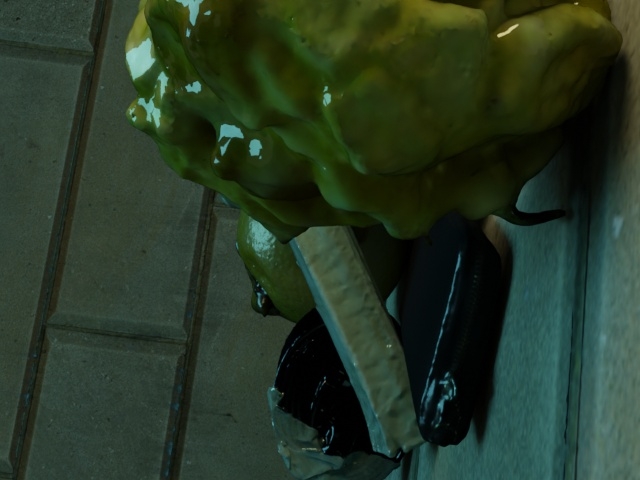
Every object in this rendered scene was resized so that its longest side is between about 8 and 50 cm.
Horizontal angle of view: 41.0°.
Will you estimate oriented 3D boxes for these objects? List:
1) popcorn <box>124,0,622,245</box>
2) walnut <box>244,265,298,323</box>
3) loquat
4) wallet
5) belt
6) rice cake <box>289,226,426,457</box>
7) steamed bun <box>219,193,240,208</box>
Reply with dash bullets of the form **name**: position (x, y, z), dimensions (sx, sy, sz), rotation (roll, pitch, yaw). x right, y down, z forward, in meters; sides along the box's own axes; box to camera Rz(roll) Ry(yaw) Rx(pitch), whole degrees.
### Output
- **popcorn**: position (0.026, -0.095, 0.442), dimensions (0.225, 0.249, 0.249), rotation (59, -165, -21)
- **walnut**: position (-0.009, 0.033, 1.430), dimensions (0.227, 0.283, 0.283), rotation (56, 176, 4)
- **loquat**: position (0.000, 0.000, 1.093), dimensions (0.244, 0.244, 0.244), rotation (-173, 90, -89)
- **wallet**: position (0.096, 0.041, 0.658), dimensions (0.250, 0.044, 0.149), rotation (-82, 2, -76)
- **belt**: position (0.022, 0.161, 0.873), dimensions (0.078, 0.151, 0.198), rotation (-90, 5, -77)
- **rice cake**: position (0.012, 0.025, 0.757), dimensions (0.066, 0.063, 0.336), rotation (100, 147, -84)
- **steamed bun**: position (-0.037, -0.218, 0.936), dimensions (0.255, 0.342, 0.367), rotation (50, -167, -31)
